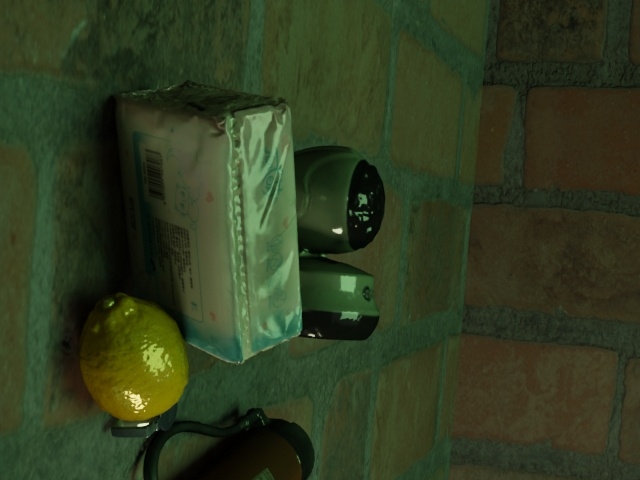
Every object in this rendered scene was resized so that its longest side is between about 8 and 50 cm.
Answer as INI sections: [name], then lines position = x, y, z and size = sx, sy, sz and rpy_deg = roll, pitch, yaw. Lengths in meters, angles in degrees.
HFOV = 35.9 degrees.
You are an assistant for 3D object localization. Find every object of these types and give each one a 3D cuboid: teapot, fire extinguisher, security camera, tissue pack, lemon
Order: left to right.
[lemon]
position = -0.199, 0.123, 1.049
size = 0.114, 0.114, 0.155
rpy_deg = -58, 144, -51
[teapot]
position = -0.202, 0.199, 1.137
size = 0.088, 0.057, 0.066
rpy_deg = -48, 138, -58
[tissue pack]
position = -0.121, -0.026, 1.079
size = 0.124, 0.201, 0.271
rpy_deg = -23, 119, -43
[fire extinguisher]
position = -0.143, 0.324, 1.304
size = 0.200, 0.113, 0.376
rpy_deg = 51, 23, 3
[security camera]
position = 0.000, 0.000, 1.444
size = 0.197, 0.191, 0.277
rpy_deg = 10, 85, -68
